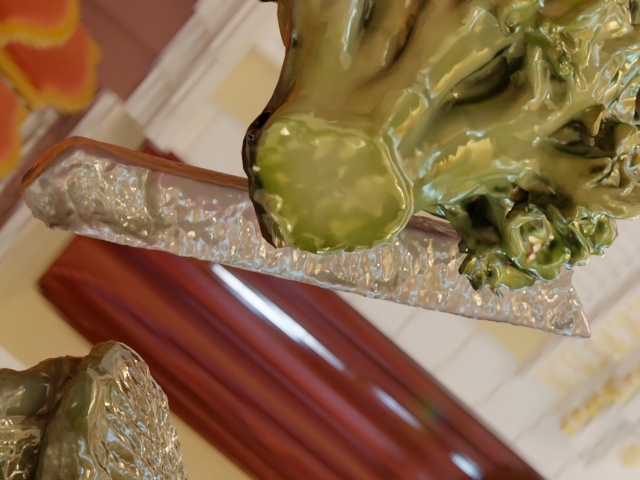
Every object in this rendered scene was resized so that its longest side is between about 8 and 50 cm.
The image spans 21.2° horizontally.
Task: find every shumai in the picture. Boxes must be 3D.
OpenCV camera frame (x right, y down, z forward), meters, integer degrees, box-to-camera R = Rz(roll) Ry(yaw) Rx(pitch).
[{"bbox_3d":[-0.194,0.191,1.116,0.204,0.272,0.222,-11,-163,11],"label":"shumai"}]

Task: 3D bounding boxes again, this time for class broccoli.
[{"bbox_3d":[0.054,-0.097,0.914,0.245,0.288,0.248,-59,170,-50],"label":"broccoli"}]

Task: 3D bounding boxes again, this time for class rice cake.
[{"bbox_3d":[0.000,0.000,1.011,0.073,0.365,0.056,-157,-100,-69],"label":"rice cake"}]

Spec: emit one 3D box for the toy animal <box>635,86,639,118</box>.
[{"bbox_3d":[0.262,-0.072,0.714,0.229,0.221,0.210,-28,-166,23],"label":"toy animal"}]
